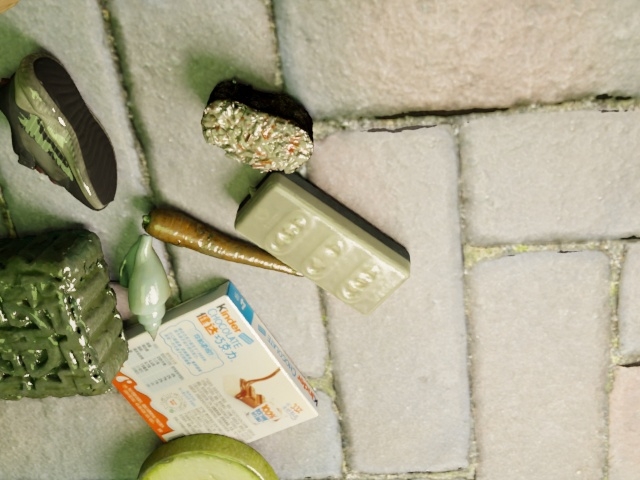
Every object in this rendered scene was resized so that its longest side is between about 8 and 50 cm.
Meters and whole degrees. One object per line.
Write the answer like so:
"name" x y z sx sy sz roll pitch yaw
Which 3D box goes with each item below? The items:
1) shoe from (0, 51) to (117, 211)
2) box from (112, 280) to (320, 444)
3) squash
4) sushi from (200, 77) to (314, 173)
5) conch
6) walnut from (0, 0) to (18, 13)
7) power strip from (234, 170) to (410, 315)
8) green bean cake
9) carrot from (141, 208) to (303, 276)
"shoe" -0.360 -0.137 1.321 0.112 0.099 0.228 -12 118 21
"box" -0.179 0.219 1.564 0.264 0.048 0.273 -23 117 20
"squash" -0.184 0.435 1.634 0.251 0.049 0.252 3 117 6
"sushi" -0.081 -0.147 1.294 0.150 0.078 0.091 21 123 -10
"conch" -0.257 0.067 1.459 0.065 0.088 0.180 -10 114 -23
"walnut" -0.431 -0.387 1.046 0.332 0.333 0.333 2 124 3
"power strip" 0.000 0.000 1.391 0.256 0.070 0.105 34 119 -16
"green bean cake" -0.430 0.113 1.450 0.254 0.132 0.241 -3 117 12
"carrot" -0.137 0.009 1.426 0.254 0.049 0.049 20 123 -13
